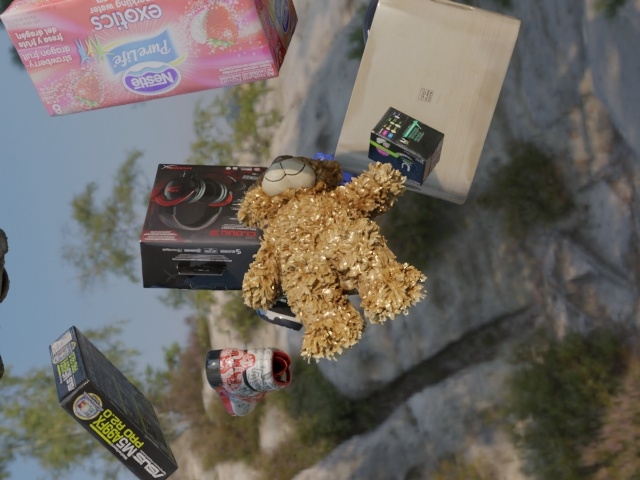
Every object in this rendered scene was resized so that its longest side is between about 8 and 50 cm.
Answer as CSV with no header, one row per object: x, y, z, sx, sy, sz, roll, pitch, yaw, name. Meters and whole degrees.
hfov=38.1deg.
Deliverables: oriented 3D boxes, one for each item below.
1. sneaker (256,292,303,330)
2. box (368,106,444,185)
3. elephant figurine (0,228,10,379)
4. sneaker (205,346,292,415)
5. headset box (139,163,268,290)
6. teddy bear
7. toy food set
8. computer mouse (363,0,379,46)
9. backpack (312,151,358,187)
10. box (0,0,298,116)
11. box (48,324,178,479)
-0.075,0.091,1.772,0.097,0.084,0.235,-67,20,13,sneaker
0.111,-0.123,1.208,0.052,0.083,0.062,-54,-17,-25,box
-0.580,0.084,1.517,0.186,0.169,0.239,-63,-26,-50,elephant figurine
-0.120,0.281,1.815,0.270,0.145,0.090,68,-160,-60,sneaker
-0.206,-0.020,1.701,0.293,0.218,0.110,-91,3,-55,headset box
0.000,0.000,1.165,0.113,0.245,0.338,39,-147,-45,teddy bear
0.165,-0.229,1.466,0.092,0.219,0.306,-48,-26,-80,toy food set
0.095,-0.309,1.606,0.184,0.060,0.262,-46,-44,-56,computer mouse
0.013,-0.087,1.646,0.101,0.098,0.120,139,147,-73,backpack
-0.194,-0.262,1.095,0.154,0.299,0.142,-78,-24,-51,box
-0.348,0.271,1.536,0.216,0.060,0.270,52,173,-23,box
